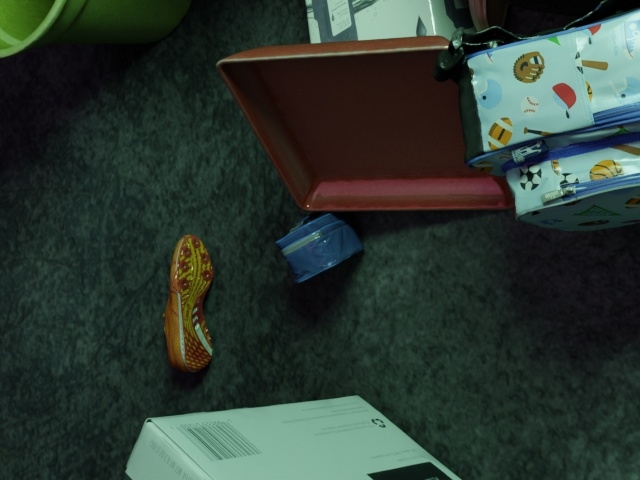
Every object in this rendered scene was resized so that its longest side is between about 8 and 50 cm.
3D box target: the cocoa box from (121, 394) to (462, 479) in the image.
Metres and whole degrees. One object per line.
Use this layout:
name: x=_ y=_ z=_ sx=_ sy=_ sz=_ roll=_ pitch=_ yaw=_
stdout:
cocoa box: x=-0.033 y=0.327 z=1.436 sx=0.231 sy=0.347 sz=0.228 roll=37 pitch=112 yaw=34

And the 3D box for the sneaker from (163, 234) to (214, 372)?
sneaker: x=-0.176 y=0.080 z=1.741 sx=0.067 sy=0.064 sz=0.175 roll=0 pitch=86 yaw=49

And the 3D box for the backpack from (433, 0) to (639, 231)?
backpack: x=0.281 y=-0.122 z=1.262 sx=0.263 sy=0.276 sz=0.213 roll=-22 pitch=80 yaw=30

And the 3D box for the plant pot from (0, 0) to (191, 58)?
plant pot: x=-0.303 y=-0.353 z=1.729 sx=0.276 sy=0.254 sz=0.276 roll=0 pitch=90 yaw=38

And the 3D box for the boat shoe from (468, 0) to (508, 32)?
boat shoe: x=0.189 y=-0.284 z=1.461 sx=0.045 sy=0.050 sz=0.135 roll=2 pitch=90 yaw=44

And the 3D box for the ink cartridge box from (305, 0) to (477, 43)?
ink cartridge box: x=0.079 y=-0.248 z=1.517 sx=0.172 sy=0.100 sz=0.237 roll=-13 pitch=81 yaw=38

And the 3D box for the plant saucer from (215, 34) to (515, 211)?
plant saucer: x=0.056 y=-0.124 z=1.438 sx=0.259 sy=0.258 sz=0.048 roll=-1 pitch=54 yaw=24

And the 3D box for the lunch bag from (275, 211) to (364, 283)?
lunch bag: x=0.000 y=0.000 z=1.580 sx=0.067 sy=0.098 sz=0.065 roll=-27 pitch=91 yaw=33

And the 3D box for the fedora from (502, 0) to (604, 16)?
fedora: x=0.227 y=-0.324 z=1.342 sx=0.334 sy=0.334 sz=0.152 roll=46 pitch=149 yaw=30
